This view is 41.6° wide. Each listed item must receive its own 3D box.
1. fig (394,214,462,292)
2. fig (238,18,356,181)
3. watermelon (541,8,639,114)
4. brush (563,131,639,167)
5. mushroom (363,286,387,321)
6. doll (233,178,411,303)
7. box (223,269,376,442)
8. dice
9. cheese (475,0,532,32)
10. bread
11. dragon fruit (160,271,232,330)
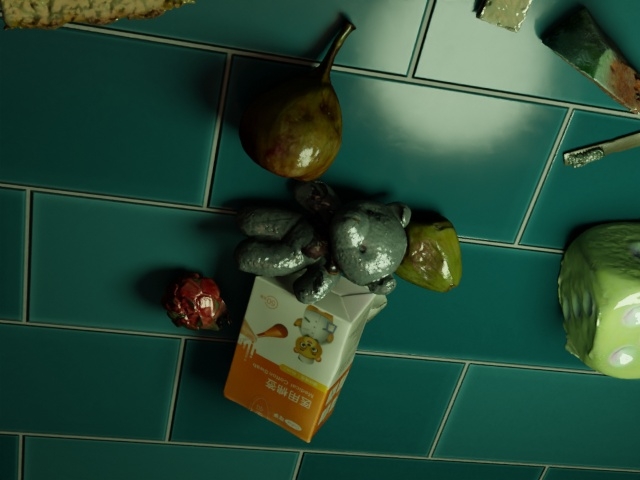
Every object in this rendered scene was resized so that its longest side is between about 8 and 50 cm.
[{"bbox_3d":[0.222,0.028,1.709,0.165,0.154,0.144,50,153,3],"label":"fig"},{"bbox_3d":[-0.005,-0.229,1.493,0.290,0.190,0.190,-40,121,2],"label":"fig"},{"bbox_3d":[0.534,-0.305,1.545,0.241,0.154,0.094,27,117,-38],"label":"watermelon"},{"bbox_3d":[0.582,-0.183,1.685,0.191,0.027,0.034,-16,127,2],"label":"brush"},{"bbox_3d":[0.052,0.180,1.823,0.081,0.092,0.223,25,126,-24],"label":"mushroom"},{"bbox_3d":[0.003,-0.002,1.606,0.341,0.245,0.158,8,161,-6],"label":"doll"},{"bbox_3d":[-0.050,0.223,1.752,0.225,0.143,0.341,26,123,13],"label":"box"},{"bbox_3d":[0.651,0.121,1.767,0.255,0.252,0.249,-1,123,-5],"label":"dice"},{"bbox_3d":[0.374,-0.541,1.394,0.085,0.034,0.400,25,122,6],"label":"cheese"},{"bbox_3d":[-0.327,-0.450,1.230,0.279,0.279,0.207,-5,122,-2],"label":"bread"},{"bbox_3d":[-0.258,0.132,1.728,0.121,0.130,0.142,-26,164,1],"label":"dragon fruit"}]
